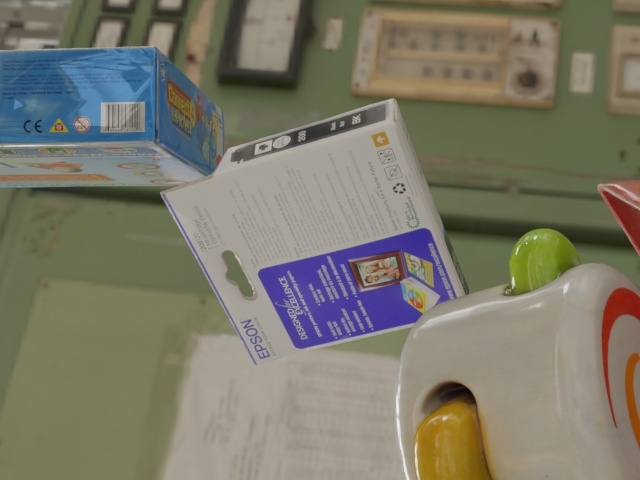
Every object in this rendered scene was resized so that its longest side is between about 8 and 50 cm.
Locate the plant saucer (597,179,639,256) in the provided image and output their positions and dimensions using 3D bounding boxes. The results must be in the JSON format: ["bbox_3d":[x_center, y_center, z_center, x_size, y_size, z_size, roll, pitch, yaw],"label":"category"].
[{"bbox_3d":[0.324,0.074,0.769,0.258,0.048,0.259,49,178,-34],"label":"plant saucer"}]

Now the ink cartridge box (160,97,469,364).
[{"bbox_3d":[0.000,0.000,1.005,0.045,0.208,0.206,-85,-25,-54],"label":"ink cartridge box"}]

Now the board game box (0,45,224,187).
[{"bbox_3d":[-0.272,-0.111,1.153,0.302,0.308,0.086,35,-125,-83],"label":"board game box"}]

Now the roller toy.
[{"bbox_3d":[0.139,0.121,0.736,0.191,0.146,0.209,52,-143,-30],"label":"roller toy"}]
